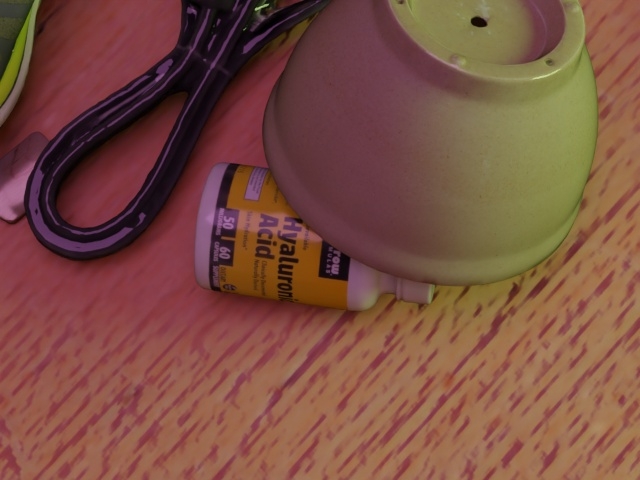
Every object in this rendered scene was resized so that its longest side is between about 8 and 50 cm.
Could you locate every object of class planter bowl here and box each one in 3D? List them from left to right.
[{"bbox_3d":[0.062,-0.075,0.935,0.162,0.109,0.162,8,49,-10],"label":"planter bowl"}]

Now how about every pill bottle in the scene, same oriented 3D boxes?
[{"bbox_3d":[0.000,0.000,0.976,0.116,0.065,0.065,7,75,6],"label":"pill bottle"}]

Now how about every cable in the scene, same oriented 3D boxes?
[{"bbox_3d":[-0.048,-0.112,1.031,0.139,0.072,0.287,23,90,-7],"label":"cable"}]

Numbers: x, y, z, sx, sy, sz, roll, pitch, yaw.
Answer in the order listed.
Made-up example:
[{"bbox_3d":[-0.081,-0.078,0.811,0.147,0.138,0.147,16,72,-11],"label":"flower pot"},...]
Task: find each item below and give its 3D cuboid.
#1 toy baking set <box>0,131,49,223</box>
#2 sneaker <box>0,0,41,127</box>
[{"bbox_3d":[-0.271,-0.024,1.020,0.256,0.030,0.197,17,77,9],"label":"toy baking set"},{"bbox_3d":[-0.178,-0.161,0.989,0.111,0.121,0.300,21,69,12],"label":"sneaker"}]
